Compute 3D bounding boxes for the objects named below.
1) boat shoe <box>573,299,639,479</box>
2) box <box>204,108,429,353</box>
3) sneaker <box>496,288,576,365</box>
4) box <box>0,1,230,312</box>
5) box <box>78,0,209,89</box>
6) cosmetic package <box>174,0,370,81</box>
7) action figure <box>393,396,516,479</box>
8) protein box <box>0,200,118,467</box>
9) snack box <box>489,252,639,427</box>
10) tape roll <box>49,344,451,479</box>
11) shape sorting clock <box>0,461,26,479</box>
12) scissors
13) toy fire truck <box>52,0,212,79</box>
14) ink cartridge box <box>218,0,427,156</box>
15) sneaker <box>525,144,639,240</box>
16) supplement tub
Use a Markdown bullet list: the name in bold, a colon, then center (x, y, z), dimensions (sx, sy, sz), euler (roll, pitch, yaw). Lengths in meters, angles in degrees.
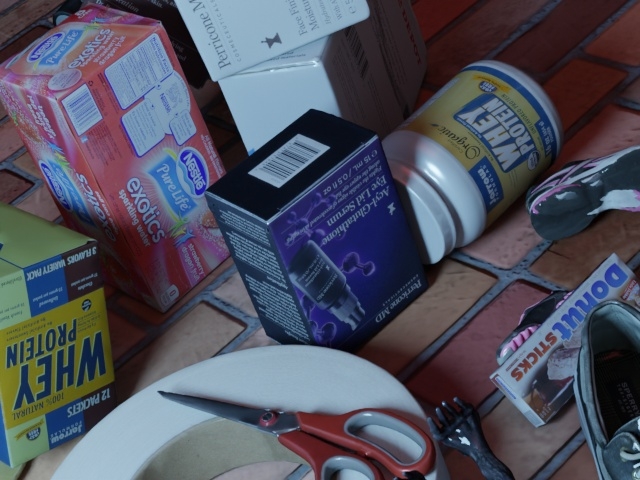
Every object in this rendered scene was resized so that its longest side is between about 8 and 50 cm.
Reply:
- **boat shoe**: center (0.268, 0.178, 1.147), dimensions (0.121, 0.119, 0.335), euler (-22, 37, 0)
- **box**: center (0.000, 0.000, 1.437), dimensions (0.153, 0.207, 0.108), euler (-40, 40, -22)
- **sneaker**: center (0.207, 0.084, 1.370), dimensions (0.119, 0.047, 0.057), euler (-34, 26, -24)
- **box**: center (-0.214, -0.091, 1.582), dimensions (0.154, 0.300, 0.142), euler (-42, 41, -24)
- **box**: center (-0.163, -0.312, 1.685), dimensions (0.203, 0.168, 0.167), euler (-59, 10, 10)
- **cosmetic package**: center (-0.068, -0.292, 1.511), dimensions (0.184, 0.151, 0.151), euler (-23, 36, 2)
- **action figure**: center (0.157, 0.252, 1.057), dimensions (0.276, 0.141, 0.164), euler (44, 103, 34)
- **protein box**: center (-0.328, 0.088, 1.470), dimensions (0.136, 0.201, 0.200), euler (-24, 31, -39)
- **snack box**: center (0.236, 0.091, 1.327), dimensions (0.178, 0.064, 0.022), euler (-42, -4, -25)
- **tape roll**: center (-0.074, 0.251, 1.273), dimensions (0.392, 0.072, 0.392), euler (-14, 36, 11)
- **shape sorting clock**: center (-0.400, 0.235, 1.482), dimensions (0.206, 0.040, 0.206), euler (-8, 30, 4)
- **scissors**: center (-0.025, 0.162, 1.287), dimensions (0.109, 0.021, 0.297), euler (-42, 40, -23)
- **toy fire truck**: center (-0.222, -0.231, 1.897), dimensions (0.246, 0.217, 0.158), euler (35, 55, -1)
- **ink cartridge box**: center (0.013, -0.197, 1.667), dimensions (0.129, 0.223, 0.307), euler (-5, 40, 23)
- **sneaker**: center (0.292, -0.066, 1.493), dimensions (0.178, 0.072, 0.077), euler (-18, 25, -3)
- **supplement tub**: center (0.147, -0.083, 1.520), dimensions (0.144, 0.144, 0.200), euler (21, 54, 43)
